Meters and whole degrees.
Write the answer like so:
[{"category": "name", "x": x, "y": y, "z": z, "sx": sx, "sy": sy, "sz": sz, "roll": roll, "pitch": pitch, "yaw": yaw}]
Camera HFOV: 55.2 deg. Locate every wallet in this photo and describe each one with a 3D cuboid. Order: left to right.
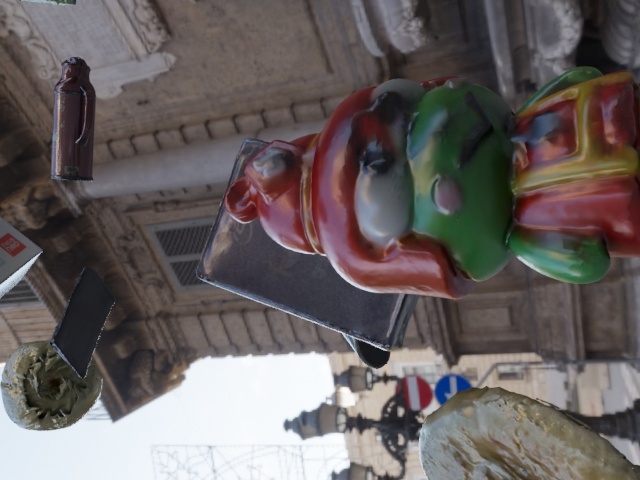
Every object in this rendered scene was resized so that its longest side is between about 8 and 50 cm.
[{"category": "wallet", "x": -0.603, "y": 0.202, "z": 1.567, "sx": 0.285, "sy": 0.030, "sz": 0.146, "roll": -90, "pitch": -19, "yaw": -51}]

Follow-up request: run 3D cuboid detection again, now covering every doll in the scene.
[{"category": "doll", "x": 0.081, "y": -0.043, "z": 0.497, "sx": 0.160, "sy": 0.362, "sz": 0.183, "roll": 51, "pitch": -137, "yaw": -57}]

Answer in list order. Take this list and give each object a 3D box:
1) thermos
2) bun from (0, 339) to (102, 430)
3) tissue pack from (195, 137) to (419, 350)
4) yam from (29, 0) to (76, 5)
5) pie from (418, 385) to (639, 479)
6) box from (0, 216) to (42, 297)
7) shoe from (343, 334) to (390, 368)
[{"category": "thermos", "x": -0.669, "y": -0.330, "z": 1.661, "sx": 0.136, "sy": 0.109, "sz": 0.331, "roll": -152, "pitch": 66, "yaw": -73}, {"category": "bun", "x": -0.708, "y": 0.388, "z": 1.621, "sx": 0.259, "sy": 0.152, "sz": 0.260, "roll": 1, "pitch": -93, "yaw": -28}, {"category": "tissue pack", "x": 0.000, "y": 0.000, "z": 1.106, "sx": 0.288, "sy": 0.394, "sz": 0.124, "roll": -70, "pitch": -22, "yaw": -5}, {"category": "yam", "x": -0.667, "y": -0.714, "z": 1.473, "sx": 0.201, "sy": 0.202, "sz": 0.272, "roll": 94, "pitch": 178, "yaw": -84}, {"category": "pie", "x": 0.168, "y": 0.187, "z": 0.456, "sx": 0.052, "sy": 0.218, "sz": 0.185, "roll": -31, "pitch": -61, "yaw": -35}, {"category": "box", "x": -0.458, "y": 0.050, "z": 0.695, "sx": 0.135, "sy": 0.079, "sz": 0.269, "roll": 40, "pitch": -154, "yaw": -11}, {"category": "shoe", "x": 0.099, "y": 0.232, "z": 1.613, "sx": 0.228, "sy": 0.099, "sz": 0.112, "roll": 59, "pitch": 162, "yaw": 3}]
